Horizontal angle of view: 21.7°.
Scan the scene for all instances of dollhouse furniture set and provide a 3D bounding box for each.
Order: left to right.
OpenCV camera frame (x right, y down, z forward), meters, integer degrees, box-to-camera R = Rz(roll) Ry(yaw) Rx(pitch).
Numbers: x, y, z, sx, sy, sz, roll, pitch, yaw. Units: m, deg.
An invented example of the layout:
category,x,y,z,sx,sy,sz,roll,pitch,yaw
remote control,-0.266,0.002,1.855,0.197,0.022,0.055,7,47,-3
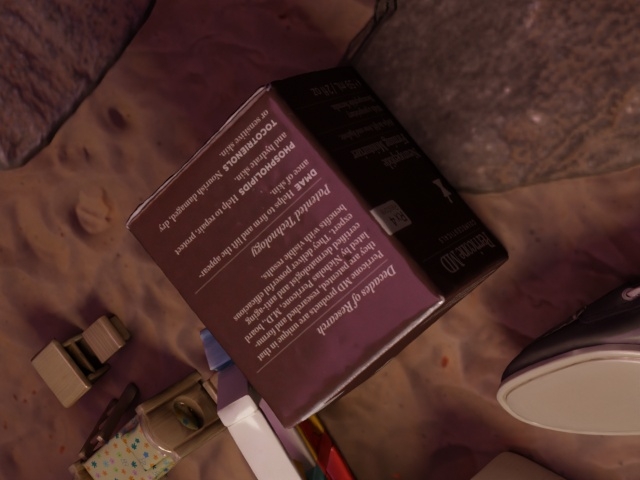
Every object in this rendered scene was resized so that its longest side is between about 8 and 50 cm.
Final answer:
category,x,y,z,sx,sy,sz,roll,pitch,yaw
dollhouse furniture set,-0.159,0.120,1.444,0.182,0.101,0.161,-42,83,32

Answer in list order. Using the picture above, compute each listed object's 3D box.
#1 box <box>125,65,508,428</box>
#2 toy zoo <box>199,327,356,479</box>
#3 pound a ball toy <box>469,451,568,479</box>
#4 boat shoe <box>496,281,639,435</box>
category,x,y,z,sx,sy,sz,roll,pitch,yaw
box,0.000,0.000,1.270,0.167,0.168,0.203,-42,83,24
toy zoo,-0.008,0.189,1.315,0.030,0.192,0.293,-30,95,7
pound a ball toy,0.223,0.337,1.277,0.319,0.136,0.208,28,117,20
boat shoe,0.281,0.060,1.199,0.335,0.095,0.112,-19,131,36
